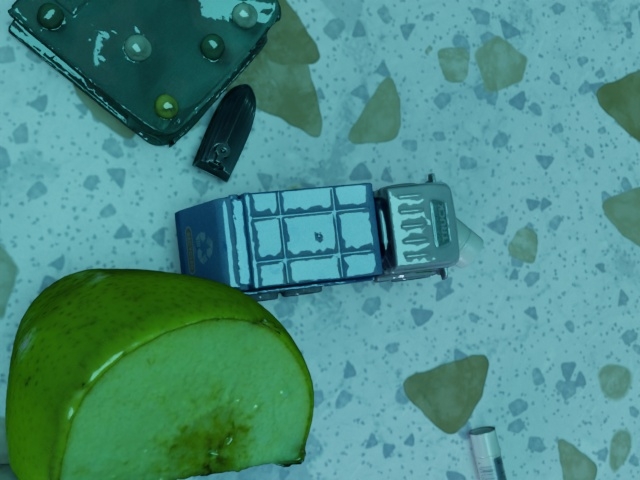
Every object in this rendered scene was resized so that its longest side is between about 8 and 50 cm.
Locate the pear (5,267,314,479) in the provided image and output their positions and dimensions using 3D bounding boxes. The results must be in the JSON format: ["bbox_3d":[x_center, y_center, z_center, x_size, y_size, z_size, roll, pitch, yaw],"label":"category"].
[{"bbox_3d":[-0.213,0.136,1.110,0.342,0.318,0.238,1,104,-40],"label":"pear"}]

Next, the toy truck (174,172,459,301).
[{"bbox_3d":[0.000,0.000,1.246,0.367,0.175,0.146,-7,87,-13],"label":"toy truck"}]

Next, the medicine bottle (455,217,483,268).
[{"bbox_3d":[0.185,-0.007,1.379,0.089,0.057,0.057,37,76,-14],"label":"medicine bottle"}]

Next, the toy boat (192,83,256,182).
[{"bbox_3d":[-0.122,-0.152,1.284,0.055,0.060,0.141,26,72,-15],"label":"toy boat"}]

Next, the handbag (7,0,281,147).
[{"bbox_3d":[-0.219,-0.291,1.234,0.274,0.100,0.268,43,76,-13],"label":"handbag"}]

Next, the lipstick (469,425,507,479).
[{"bbox_3d":[0.251,0.345,1.392,0.040,0.040,0.141,-13,91,-19],"label":"lipstick"}]

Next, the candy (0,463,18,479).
[{"bbox_3d":[-0.280,0.446,1.038,0.186,0.386,0.427,-21,75,-13],"label":"candy"}]
